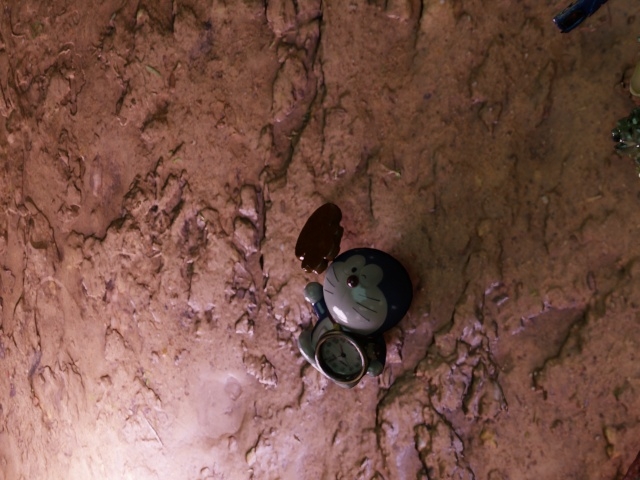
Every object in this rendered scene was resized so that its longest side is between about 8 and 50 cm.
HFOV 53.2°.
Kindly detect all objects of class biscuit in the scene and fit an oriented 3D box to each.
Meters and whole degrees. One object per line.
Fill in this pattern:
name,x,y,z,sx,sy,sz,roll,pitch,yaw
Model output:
biscuit,0.000,0.000,1.160,0.026,0.175,0.124,32,111,-23

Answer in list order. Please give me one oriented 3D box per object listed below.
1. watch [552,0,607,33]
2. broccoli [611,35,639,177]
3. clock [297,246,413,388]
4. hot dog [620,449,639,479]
watch,0.388,-0.497,0.923,0.274,0.068,0.276,-39,75,33
broccoli,0.503,-0.185,0.792,0.259,0.235,0.288,15,100,4
clock,0.060,0.125,1.130,0.199,0.146,0.244,34,115,19
hot dog,0.528,0.399,0.854,0.267,0.174,0.388,35,112,26
